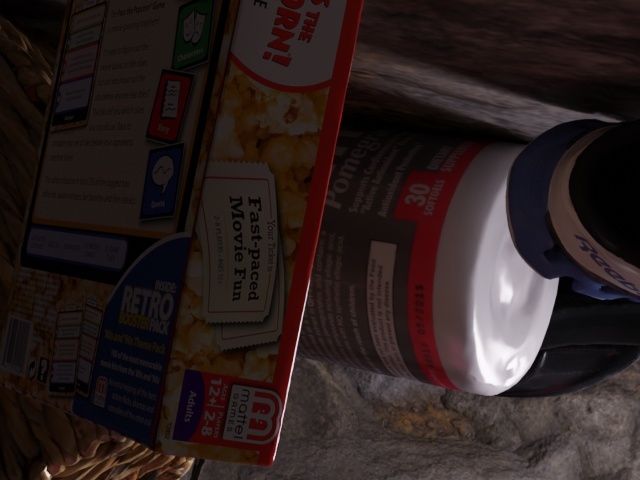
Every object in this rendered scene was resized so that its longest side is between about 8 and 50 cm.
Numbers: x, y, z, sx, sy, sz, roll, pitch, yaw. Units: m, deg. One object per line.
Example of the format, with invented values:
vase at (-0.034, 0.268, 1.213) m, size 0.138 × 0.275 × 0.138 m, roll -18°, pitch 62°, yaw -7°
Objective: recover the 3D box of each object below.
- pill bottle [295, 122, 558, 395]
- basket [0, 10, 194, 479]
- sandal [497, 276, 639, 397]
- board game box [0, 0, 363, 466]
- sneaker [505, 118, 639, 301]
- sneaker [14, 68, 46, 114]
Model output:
pill bottle at (0.000, 0.000, 1.032) m, size 0.319 × 0.176 × 0.176 m, roll 9°, pitch 176°, yaw 29°
basket at (-0.175, 0.017, 0.827) m, size 0.213 × 0.299 × 0.223 m, roll -32°, pitch 162°, yaw 9°
sandal at (0.192, 0.068, 1.131) m, size 0.446 × 0.107 × 0.167 m, roll 0°, pitch -152°, yaw 12°
board game box at (-0.051, -0.033, 0.483) m, size 0.045 × 0.193 × 0.147 m, roll 12°, pitch 177°, yaw -32°
sneaker at (0.255, 0.007, 0.722) m, size 0.316 × 0.127 × 0.182 m, roll 13°, pitch 179°, yaw 2°
sneaker at (-0.132, -0.058, 0.922) m, size 0.104 × 0.125 × 0.262 m, roll 12°, pitch 177°, yaw -28°
